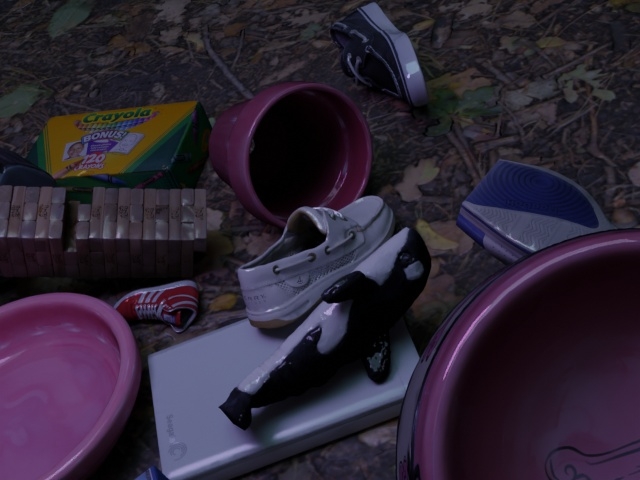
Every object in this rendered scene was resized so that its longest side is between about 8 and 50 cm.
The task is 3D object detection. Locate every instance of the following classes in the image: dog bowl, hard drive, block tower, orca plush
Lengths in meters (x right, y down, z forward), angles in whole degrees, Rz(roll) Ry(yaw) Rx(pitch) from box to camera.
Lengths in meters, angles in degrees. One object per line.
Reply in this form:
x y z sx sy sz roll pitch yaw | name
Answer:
0.254 0.174 0.757 0.408 0.150 0.408 -3 75 10 | dog bowl
-0.043 0.159 1.126 0.307 0.040 0.203 -20 41 0 | hard drive
-0.321 -0.011 1.291 0.335 0.097 0.091 0 53 -9 | block tower
0.028 0.114 1.041 0.287 0.151 0.102 -39 75 -24 | orca plush

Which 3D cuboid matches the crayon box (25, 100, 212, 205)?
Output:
-0.321 -0.126 1.518 0.278 0.081 0.165 -4 44 19 | crayon box

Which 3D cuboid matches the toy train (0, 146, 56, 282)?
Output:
-0.532 -0.065 1.452 0.334 0.142 0.190 26 93 38 | toy train

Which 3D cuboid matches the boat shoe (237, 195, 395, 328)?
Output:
0.000 0.000 1.203 0.098 0.096 0.277 -2 27 39 | boat shoe

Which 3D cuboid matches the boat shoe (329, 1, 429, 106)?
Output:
0.083 -0.281 1.501 0.102 0.108 0.301 -22 38 -2 | boat shoe

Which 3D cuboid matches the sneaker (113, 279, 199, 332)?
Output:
-0.215 0.094 1.265 0.118 0.042 0.067 -18 38 1 | sneaker

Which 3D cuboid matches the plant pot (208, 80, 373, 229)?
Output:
-0.058 -0.123 1.337 0.201 0.201 0.180 -39 29 -20 | plant pot

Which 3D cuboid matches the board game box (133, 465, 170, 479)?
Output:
-0.226 0.333 0.967 0.201 0.035 0.136 -36 31 0 | board game box

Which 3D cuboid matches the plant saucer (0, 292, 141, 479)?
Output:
-0.365 0.210 1.171 0.332 0.084 0.332 -12 41 11 | plant saucer

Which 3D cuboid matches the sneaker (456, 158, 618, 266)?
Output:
0.267 0.068 0.968 0.315 0.182 0.127 31 47 21 | sneaker
